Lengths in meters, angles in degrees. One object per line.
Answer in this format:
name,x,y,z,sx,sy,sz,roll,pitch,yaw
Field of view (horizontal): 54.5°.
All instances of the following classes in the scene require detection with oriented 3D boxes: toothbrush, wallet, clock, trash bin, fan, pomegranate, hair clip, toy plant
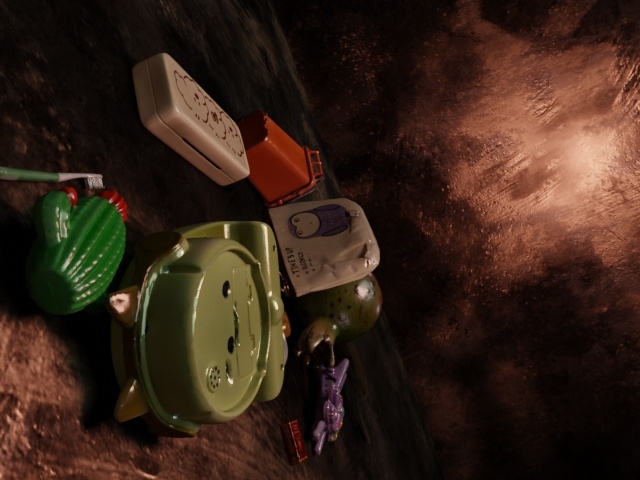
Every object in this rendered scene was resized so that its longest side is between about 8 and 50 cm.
toothbrush,-0.340,-0.079,0.768,0.257,0.018,0.024,-8,85,-79
wallet,-0.001,0.003,1.554,0.335,0.274,0.068,-110,-165,-45
clock,-0.161,0.121,0.852,0.348,0.117,0.286,-15,102,-71
trash bin,-0.118,-0.218,1.629,0.239,0.184,0.161,47,25,-49
fan,0.099,0.416,1.797,0.233,0.012,0.415,-139,-148,-62
pomegranate,0.023,0.190,1.596,0.306,0.242,0.242,-59,144,-20
hair clip,0.024,0.374,1.482,0.278,0.090,0.137,-88,179,-57
toy plant,-0.279,0.012,0.749,0.240,0.088,0.155,-84,167,-88

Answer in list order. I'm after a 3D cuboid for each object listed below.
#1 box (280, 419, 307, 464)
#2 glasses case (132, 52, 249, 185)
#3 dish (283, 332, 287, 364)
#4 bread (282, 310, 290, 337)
box,-0.054,0.410,1.265,0.051,0.023,0.082,29,43,-71
glasses case,-0.253,-0.234,1.268,0.336,0.076,0.144,40,33,-67
dish,-0.134,0.155,1.209,0.154,0.064,0.234,-15,85,-78
bread,-0.096,0.180,1.390,0.081,0.046,0.083,-55,123,-79
